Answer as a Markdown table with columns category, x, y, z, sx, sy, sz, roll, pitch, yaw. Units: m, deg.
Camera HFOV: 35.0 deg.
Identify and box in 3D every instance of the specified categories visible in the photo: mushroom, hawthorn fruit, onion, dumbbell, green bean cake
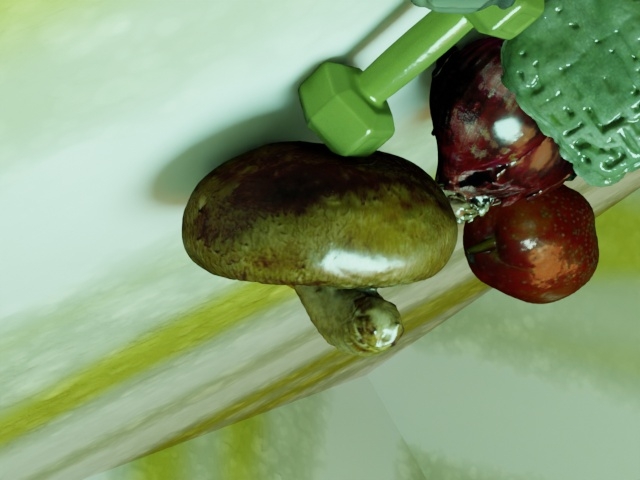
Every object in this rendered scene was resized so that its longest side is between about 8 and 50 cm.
| category | x | y | z | sx | sy | sz | roll | pitch | yaw |
| --- | --- | --- | --- | --- | --- | --- | --- | --- | --- |
| mushroom | 0.004 | -0.025 | 1.275 | 0.239 | 0.345 | 0.345 | -60 | 160 | 7 |
| hawthorn fruit | 0.437 | 0.006 | 2.210 | 0.369 | 0.284 | 0.285 | -7 | 154 | -45 |
| onion | 0.250 | -0.168 | 1.381 | 0.281 | 0.221 | 0.281 | -39 | 157 | -20 |
| dumbbell | 0.109 | -0.216 | 1.150 | 0.302 | 0.108 | 0.121 | -38 | 164 | 29 |
| green bean cake | 0.332 | -0.200 | 1.157 | 0.222 | 0.227 | 0.125 | -36 | -177 | 39 |

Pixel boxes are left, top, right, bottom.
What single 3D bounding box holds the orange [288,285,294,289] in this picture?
| category | x | y | z | sx | sy | sz | roll | pitch | yaw |
| --- | --- | --- | --- | --- | --- | --- | --- | --- | --- |
| orange | 0.030 | -0.013 | 1.552 | 0.240 | 0.171 | 0.240 | -29 | 165 | -9 |

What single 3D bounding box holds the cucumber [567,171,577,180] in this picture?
| category | x | y | z | sx | sy | sz | roll | pitch | yaw |
| --- | --- | --- | --- | --- | --- | --- | --- | --- | --- |
| cucumber | 0.546 | -0.205 | 2.146 | 0.062 | 0.078 | 0.211 | 6 | 154 | -7 |

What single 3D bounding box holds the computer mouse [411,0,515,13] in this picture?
| category | x | y | z | sx | sy | sz | roll | pitch | yaw |
| --- | --- | --- | --- | --- | --- | --- | --- | --- | --- |
| computer mouse | 0.178 | -0.329 | 0.831 | 0.228 | 0.145 | 0.429 | -23 | 168 | -12 |
